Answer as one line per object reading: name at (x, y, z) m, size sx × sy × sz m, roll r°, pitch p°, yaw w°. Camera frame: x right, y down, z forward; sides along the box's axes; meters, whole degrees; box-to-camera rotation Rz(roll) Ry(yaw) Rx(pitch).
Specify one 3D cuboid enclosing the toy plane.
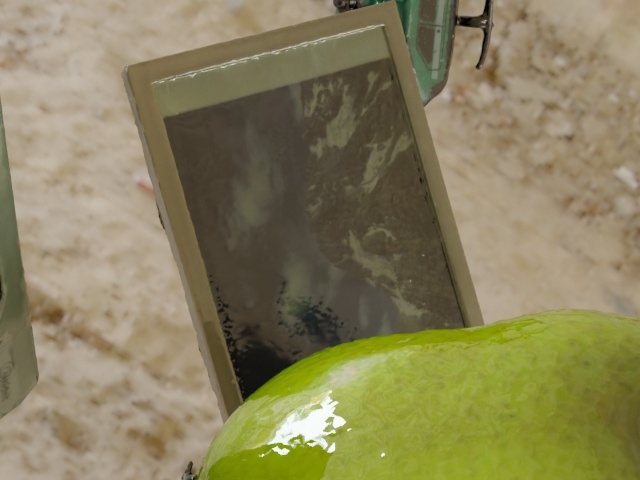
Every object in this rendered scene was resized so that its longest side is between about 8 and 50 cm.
toy plane at (0.055, -0.241, 1.117) m, size 0.106 × 0.381 × 0.155 m, roll 12°, pitch 13°, yaw 34°

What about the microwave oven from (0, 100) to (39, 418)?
microwave oven at (-0.286, -0.024, 0.767) m, size 0.237 × 0.295 × 0.181 m, roll 30°, pitch 51°, yaw 26°

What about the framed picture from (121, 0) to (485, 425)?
framed picture at (0.000, 0.000, 0.987) m, size 0.209 × 0.019 × 0.281 m, roll -20°, pitch 96°, yaw -29°

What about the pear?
pear at (0.116, 0.125, 0.791) m, size 0.286 × 0.282 × 0.176 m, roll 36°, pitch 42°, yaw -41°
